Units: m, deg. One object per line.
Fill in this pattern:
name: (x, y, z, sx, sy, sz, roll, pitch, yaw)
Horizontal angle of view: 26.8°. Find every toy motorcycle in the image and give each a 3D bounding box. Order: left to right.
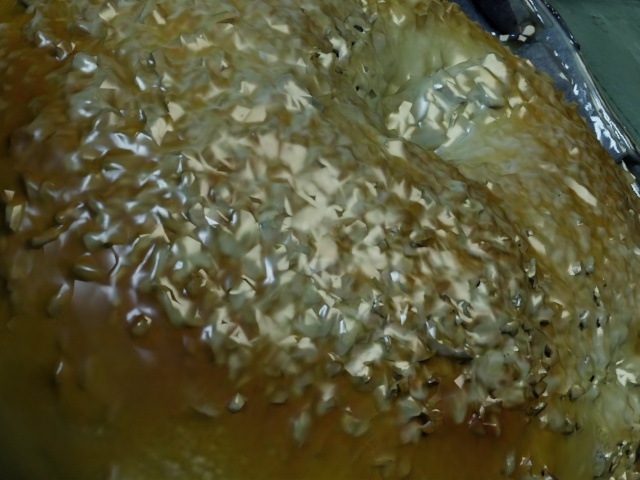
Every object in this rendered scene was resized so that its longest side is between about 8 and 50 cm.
toy motorcycle: (0.106, -0.052, 0.674, 0.263, 0.091, 0.157, 60, 14, 20)

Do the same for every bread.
bread: (0.000, 0.000, 0.469, 0.305, 0.159, 0.305, 25, 35, -20)

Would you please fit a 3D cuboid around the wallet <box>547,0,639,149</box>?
wallet: (0.275, -0.075, 0.932, 0.290, 0.054, 0.251, -7, 56, -44)
